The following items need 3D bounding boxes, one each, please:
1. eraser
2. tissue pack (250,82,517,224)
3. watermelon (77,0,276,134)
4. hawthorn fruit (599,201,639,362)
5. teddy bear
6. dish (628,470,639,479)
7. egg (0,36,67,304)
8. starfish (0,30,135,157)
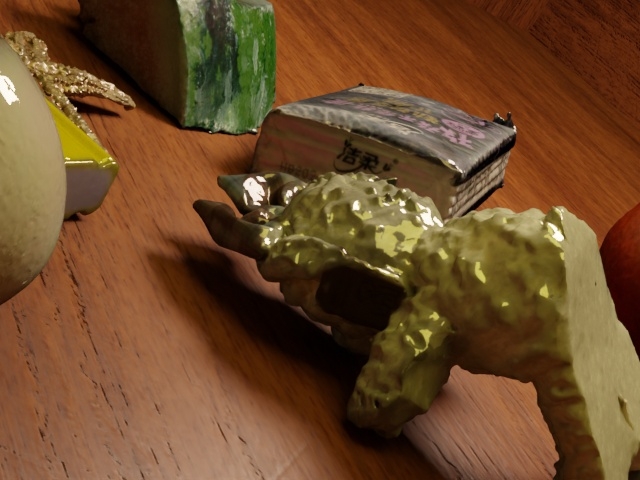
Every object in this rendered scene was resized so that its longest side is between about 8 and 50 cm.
[{"bbox_3d":[-0.307,-0.104,1.163,0.226,0.069,0.158,40,20,21],"label":"eraser"},{"bbox_3d":[0.092,-0.115,1.647,0.259,0.122,0.361,17,18,14],"label":"tissue pack"},{"bbox_3d":[-0.179,-0.280,1.655,0.302,0.151,0.264,38,21,15],"label":"watermelon"},{"bbox_3d":[0.489,0.068,1.681,0.311,0.295,0.295,-22,53,-38],"label":"hawthorn fruit"},{"bbox_3d":[0.099,0.094,1.237,0.327,0.362,0.375,-49,126,-53],"label":"teddy bear"},{"bbox_3d":[0.369,0.252,1.302,0.228,0.086,0.236,11,28,-45],"label":"dish"},{"bbox_3d":[-0.264,-0.018,0.866,0.162,0.206,0.271,60,22,-19],"label":"egg"},{"bbox_3d":[-0.294,-0.174,1.385,0.295,0.048,0.231,39,20,15],"label":"starfish"}]
